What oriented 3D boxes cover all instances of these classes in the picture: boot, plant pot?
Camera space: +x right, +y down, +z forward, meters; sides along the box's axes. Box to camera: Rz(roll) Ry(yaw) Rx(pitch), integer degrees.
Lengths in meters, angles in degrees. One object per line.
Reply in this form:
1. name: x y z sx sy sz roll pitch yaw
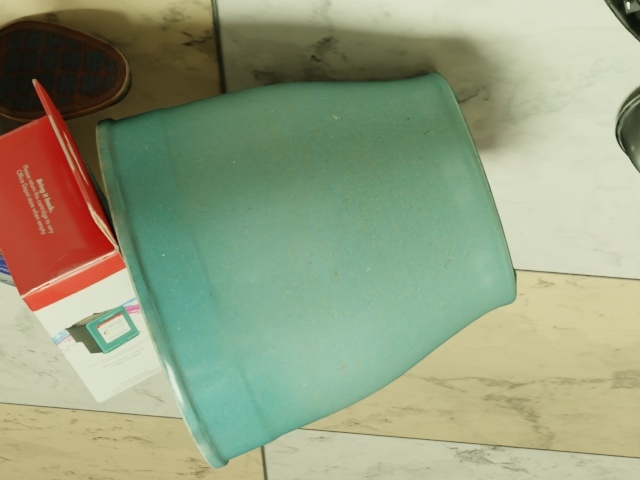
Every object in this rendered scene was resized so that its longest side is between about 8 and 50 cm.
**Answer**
1. boot: -0.214 -0.112 1.304 0.219 0.082 0.106 2 167 30
2. plant pot: 0.000 0.000 1.266 0.255 0.272 0.272 -19 152 0

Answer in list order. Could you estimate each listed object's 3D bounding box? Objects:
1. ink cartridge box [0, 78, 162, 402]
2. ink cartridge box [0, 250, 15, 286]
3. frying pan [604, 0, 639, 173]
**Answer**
1. ink cartridge box: -0.182 0.004 1.235 0.078 0.134 0.231 -26 149 -4
2. ink cartridge box: -0.325 -0.030 1.465 0.303 0.072 0.307 21 170 -30
3. frying pan: 0.309 -0.100 1.241 0.197 0.053 0.326 -2 157 13
